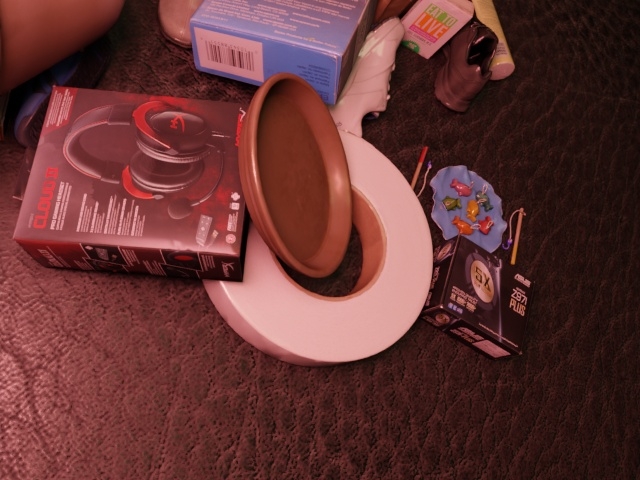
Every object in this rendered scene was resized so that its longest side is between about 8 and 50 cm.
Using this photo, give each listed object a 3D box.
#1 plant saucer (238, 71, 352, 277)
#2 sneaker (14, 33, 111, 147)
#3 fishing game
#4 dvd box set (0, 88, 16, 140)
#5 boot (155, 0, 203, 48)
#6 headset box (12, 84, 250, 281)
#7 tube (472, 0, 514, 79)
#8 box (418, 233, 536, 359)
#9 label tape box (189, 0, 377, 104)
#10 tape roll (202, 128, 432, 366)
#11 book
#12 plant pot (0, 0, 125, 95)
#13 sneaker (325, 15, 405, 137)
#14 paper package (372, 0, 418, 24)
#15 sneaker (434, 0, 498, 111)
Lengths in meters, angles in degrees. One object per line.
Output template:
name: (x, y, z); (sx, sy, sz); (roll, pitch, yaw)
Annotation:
plant saucer: (-0.029, -0.085, 0.785); (0.278, 0.041, 0.277); (29, 57, -57)
sneaker: (-0.377, -0.220, 0.809); (0.082, 0.069, 0.209); (17, 69, 11)
fishing game: (0.285, -0.063, 1.097); (0.264, 0.041, 0.189); (33, 58, -13)
dvd box set: (-0.599, -0.314, 0.723); (0.421, 0.062, 0.307); (10, 68, -24)
boot: (-0.194, -0.446, 0.917); (0.084, 0.161, 0.246); (15, 66, -21)
headset box: (-0.237, -0.072, 0.749); (0.294, 0.110, 0.218); (5, 68, -3)
tube: (0.370, -0.469, 1.280); (0.062, 0.070, 0.240); (-14, 69, 15)
box: (0.272, 0.101, 1.008); (0.180, 0.077, 0.147); (31, 60, -14)
label tape box: (-0.034, -0.396, 0.958); (0.241, 0.105, 0.333); (17, 58, 8)
tape roll: (0.000, 0.000, 0.910); (0.392, 0.072, 0.391); (9, 67, -24)
book: (0.215, -0.426, 1.129); (0.096, 0.144, 0.035); (22, 64, -18)
plant pot: (-0.387, -0.300, 0.641); (0.323, 0.323, 0.280); (53, 40, -1)
sneaker: (0.076, -0.296, 1.053); (0.129, 0.111, 0.297); (48, 61, -23)
paper package: (0.135, -0.620, 1.146); (0.325, 0.168, 0.309); (-35, 90, -31)
sneaker: (0.305, -0.406, 1.178); (0.109, 0.130, 0.286); (9, 67, -22)
